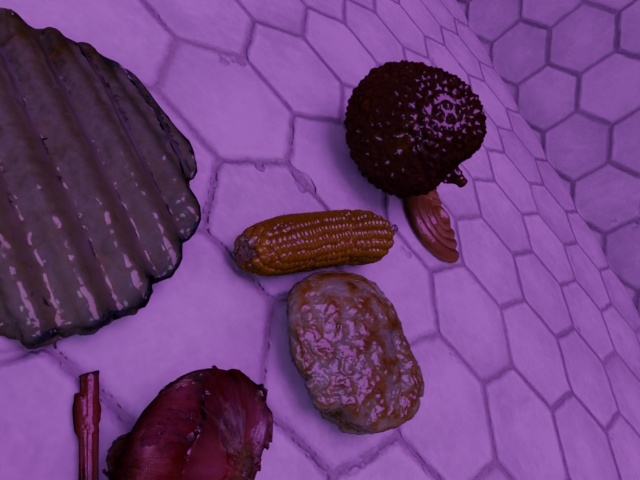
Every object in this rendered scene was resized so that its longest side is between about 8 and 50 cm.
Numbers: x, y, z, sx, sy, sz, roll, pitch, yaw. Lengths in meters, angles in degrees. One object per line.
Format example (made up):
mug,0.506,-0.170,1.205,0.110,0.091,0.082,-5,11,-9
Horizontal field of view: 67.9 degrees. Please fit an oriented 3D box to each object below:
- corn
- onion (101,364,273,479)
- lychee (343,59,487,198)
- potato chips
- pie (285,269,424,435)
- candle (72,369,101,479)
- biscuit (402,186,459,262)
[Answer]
corn,-0.003,-0.002,0.756,0.313,0.102,0.101,-3,65,-44
onion,-0.132,0.206,0.456,0.147,0.183,0.183,8,44,11
lychee,0.192,-0.222,0.970,0.304,0.276,0.275,45,40,-2
potato chips,-0.307,-0.095,0.551,0.359,0.070,0.428,-16,74,-46
pie,0.037,0.158,0.691,0.201,0.090,0.247,-8,69,-36
candle,-0.220,0.210,0.451,0.026,0.021,0.167,-5,66,-18
biscuit,0.249,-0.061,1.097,0.145,0.033,0.224,16,52,-37
